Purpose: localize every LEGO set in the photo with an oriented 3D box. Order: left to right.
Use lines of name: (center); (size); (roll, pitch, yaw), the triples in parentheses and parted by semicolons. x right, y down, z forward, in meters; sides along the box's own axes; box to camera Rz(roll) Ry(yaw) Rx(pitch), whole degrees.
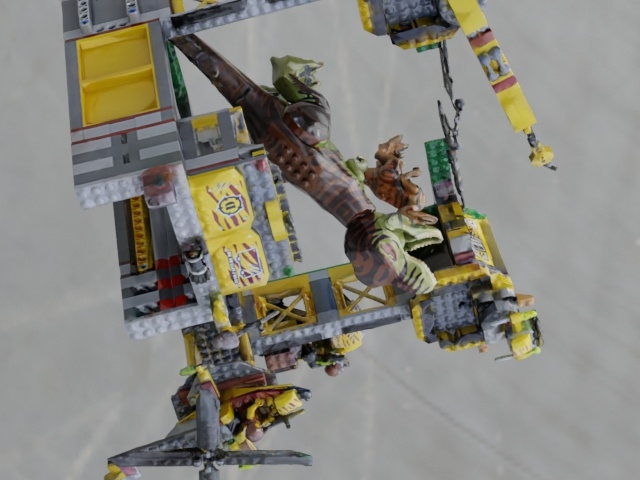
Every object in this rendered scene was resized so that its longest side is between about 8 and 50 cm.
LEGO set: (0.000, 0.000, 0.775); (0.192, 0.255, 0.331); (-104, -171, -48)
